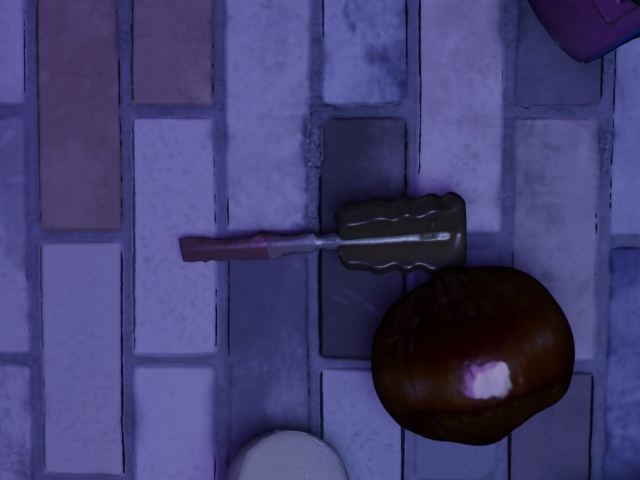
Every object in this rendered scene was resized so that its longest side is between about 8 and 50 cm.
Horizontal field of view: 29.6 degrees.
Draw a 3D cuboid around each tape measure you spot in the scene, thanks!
[{"bbox_3d":[0.306,-0.281,1.127,0.245,0.231,0.149,-35,94,-12],"label":"tape measure"}]

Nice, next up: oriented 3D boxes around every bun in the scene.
[{"bbox_3d":[-0.043,0.268,1.263,0.138,0.094,0.138,8,71,-26],"label":"bun"}]

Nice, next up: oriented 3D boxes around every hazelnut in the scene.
[{"bbox_3d":[0.143,0.114,1.200,0.204,0.178,0.178,-22,95,40],"label":"hazelnut"}]

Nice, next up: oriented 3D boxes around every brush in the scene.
[{"bbox_3d":[0.000,0.000,1.251,0.301,0.071,0.084,-3,99,8],"label":"brush"}]
